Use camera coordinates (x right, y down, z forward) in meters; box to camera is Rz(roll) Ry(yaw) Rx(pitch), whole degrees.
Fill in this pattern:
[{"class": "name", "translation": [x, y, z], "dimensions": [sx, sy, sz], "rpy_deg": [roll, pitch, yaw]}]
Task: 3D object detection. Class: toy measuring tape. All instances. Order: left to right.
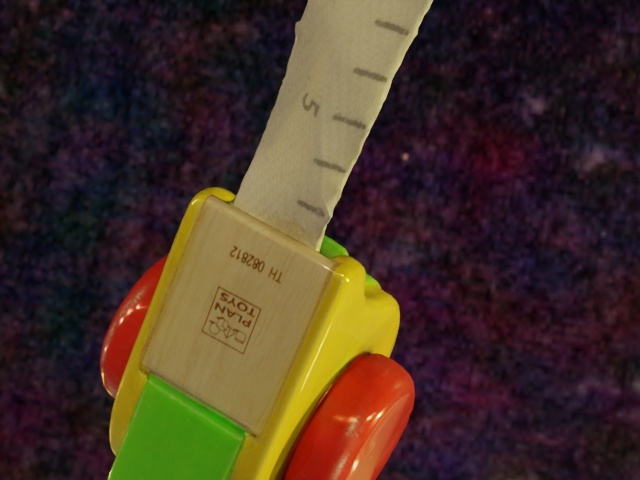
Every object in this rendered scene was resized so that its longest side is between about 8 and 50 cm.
[{"class": "toy measuring tape", "translation": [0.000, 0.000, 0.536], "dimensions": [0.121, 0.121, 0.330], "rpy_deg": [19, 111, -10]}]
